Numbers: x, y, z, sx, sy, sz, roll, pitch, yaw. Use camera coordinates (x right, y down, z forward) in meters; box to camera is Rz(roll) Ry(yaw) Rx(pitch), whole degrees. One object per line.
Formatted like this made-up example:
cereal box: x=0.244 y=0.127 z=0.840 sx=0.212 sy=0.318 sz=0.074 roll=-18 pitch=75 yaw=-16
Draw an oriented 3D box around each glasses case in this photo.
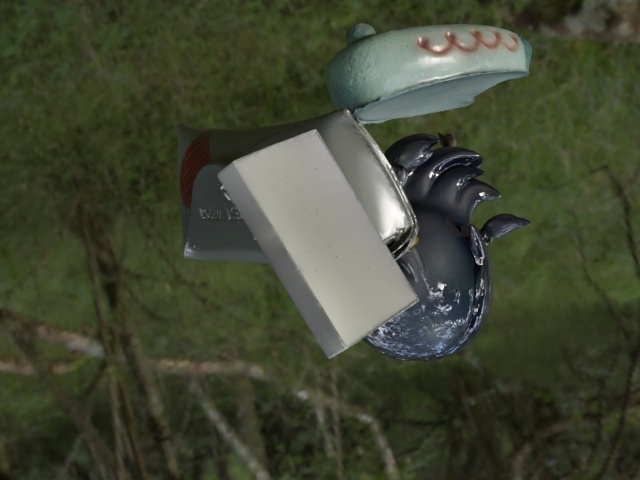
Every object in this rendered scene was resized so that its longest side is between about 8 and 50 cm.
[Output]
glasses case: x=-0.051 y=-0.041 z=1.086 sx=0.083 sy=0.128 sz=0.308 roll=-29 pitch=-163 yaw=-32

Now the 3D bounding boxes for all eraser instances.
eraser: x=0.000 y=0.000 z=0.879 sx=0.023 sy=0.150 sz=0.104 roll=-34 pitch=176 yaw=38

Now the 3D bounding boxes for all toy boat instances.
toy boat: x=0.092 y=-0.160 z=1.128 sx=0.207 sy=0.079 sz=0.134 roll=-11 pitch=174 yaw=-37

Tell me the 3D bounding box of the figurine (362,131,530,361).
figurine: x=0.101 y=-0.001 z=1.368 sx=0.197 sy=0.265 sz=0.175 roll=1 pitch=159 yaw=-43
